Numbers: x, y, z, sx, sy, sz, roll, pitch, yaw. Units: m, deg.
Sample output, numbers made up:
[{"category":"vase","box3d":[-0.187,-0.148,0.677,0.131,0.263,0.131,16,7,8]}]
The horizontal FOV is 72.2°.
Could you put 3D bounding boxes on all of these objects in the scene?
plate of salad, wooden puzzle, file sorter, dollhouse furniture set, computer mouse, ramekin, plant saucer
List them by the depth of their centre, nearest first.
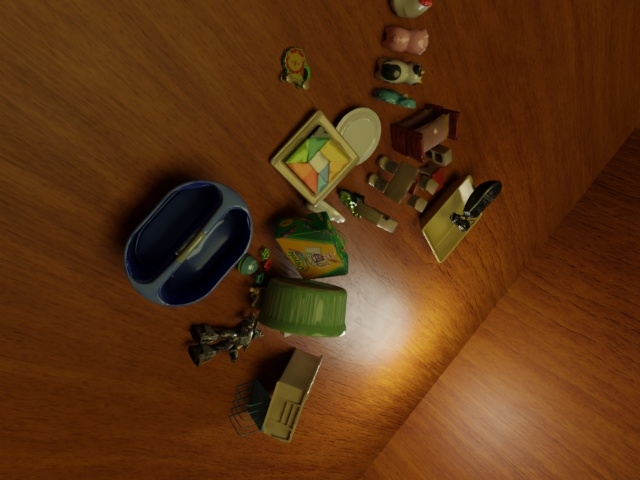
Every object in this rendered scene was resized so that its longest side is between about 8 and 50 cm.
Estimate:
[{"category":"wooden puzzle","box3d":[-0.008,-0.246,1.363,0.221,0.044,0.239,-47,126,-1]},{"category":"plate of salad","box3d":[0.115,-0.341,1.448,0.200,0.048,0.199,-21,132,-25]},{"category":"ramekin","box3d":[-0.052,0.218,1.493,0.304,0.304,0.148,9,90,-46]},{"category":"dollhouse furniture set","box3d":[0.250,-0.167,1.551,0.161,0.212,0.242,17,105,-58]},{"category":"dollhouse furniture set","box3d":[0.404,-0.303,1.664,0.201,0.152,0.373,-35,136,-20]},{"category":"file sorter","box3d":[-0.281,0.660,1.725,0.105,0.118,0.170,-3,119,-38]},{"category":"computer mouse","box3d":[0.694,-0.173,1.974,0.272,0.072,0.189,-49,143,14]},{"category":"plant saucer","box3d":[0.591,-0.104,2.032,0.332,0.081,0.333,-48,139,-5]}]

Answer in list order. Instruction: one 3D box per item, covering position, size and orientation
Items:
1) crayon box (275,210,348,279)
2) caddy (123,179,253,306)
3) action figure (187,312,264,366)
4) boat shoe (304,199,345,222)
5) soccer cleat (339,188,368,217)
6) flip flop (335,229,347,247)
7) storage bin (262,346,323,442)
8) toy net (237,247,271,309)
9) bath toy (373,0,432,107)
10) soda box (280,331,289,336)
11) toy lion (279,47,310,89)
[{"category":"crayon box","box3d":[-0.021,0.025,1.445,0.166,0.081,0.278,-9,145,16]},{"category":"caddy","box3d":[-0.331,0.003,1.114,0.241,0.179,0.341,42,85,-20]},{"category":"action figure","box3d":[-0.306,0.339,1.497,0.285,0.099,0.185,1,111,-46]},{"category":"boat shoe","box3d":[0.015,-0.097,1.518,0.063,0.066,0.184,-49,141,10]},{"category":"soccer cleat","box3d":[0.121,-0.148,1.590,0.072,0.060,0.179,-58,146,-10]},{"category":"flip flop","box3d":[0.000,0.000,1.555,0.277,0.080,0.112,23,100,-48]},{"category":"storage bin","box3d":[-0.110,0.608,1.743,0.262,0.123,0.260,-52,161,-69]},{"category":"toy net","box3d":[-0.214,0.133,1.483,0.122,0.045,0.232,-46,147,-43]},{"category":"bath toy","box3d":[0.271,-0.597,1.358,0.152,0.129,0.347,-16,127,-35]},{"category":"soda box","box3d":[-0.068,0.295,1.706,0.216,0.069,0.073,-15,127,-36]},{"category":"toy lion","box3d":[-0.066,-0.475,1.207,0.100,0.034,0.095,7,104,-45]}]
